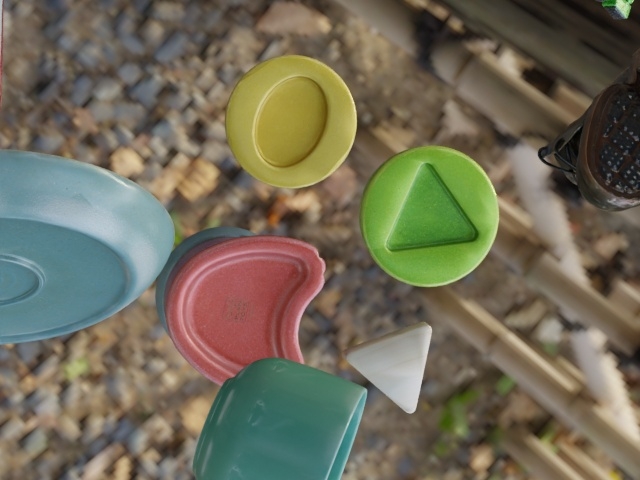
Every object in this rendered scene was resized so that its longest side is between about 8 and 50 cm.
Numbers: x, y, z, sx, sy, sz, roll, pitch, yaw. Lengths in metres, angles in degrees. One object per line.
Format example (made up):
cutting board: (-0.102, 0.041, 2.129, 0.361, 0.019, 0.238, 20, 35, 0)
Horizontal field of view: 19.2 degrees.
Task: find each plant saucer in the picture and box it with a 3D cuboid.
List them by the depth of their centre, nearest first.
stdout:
plant saucer: (-0.277, 0.019, 1.542, 0.317, 0.044, 0.317, -3, 154, -2)

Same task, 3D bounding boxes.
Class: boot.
boot: (0.188, -0.050, 1.211, 0.106, 0.082, 0.219, -50, 179, 35)

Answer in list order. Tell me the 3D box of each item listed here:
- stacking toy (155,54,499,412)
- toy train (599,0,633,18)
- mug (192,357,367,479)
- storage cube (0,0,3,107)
stacking toy: (0.000, 0.000, 1.784, 0.279, 0.130, 0.309, 21, 93, -13)
toy train: (0.203, -0.188, 1.373, 0.083, 0.017, 0.024, 37, 67, -44)
mug: (-0.038, 0.156, 1.343, 0.158, 0.097, 0.129, -59, 167, -55)
storage cube: (-0.236, -0.137, 0.727, 0.183, 0.193, 0.215, -19, 165, -16)
